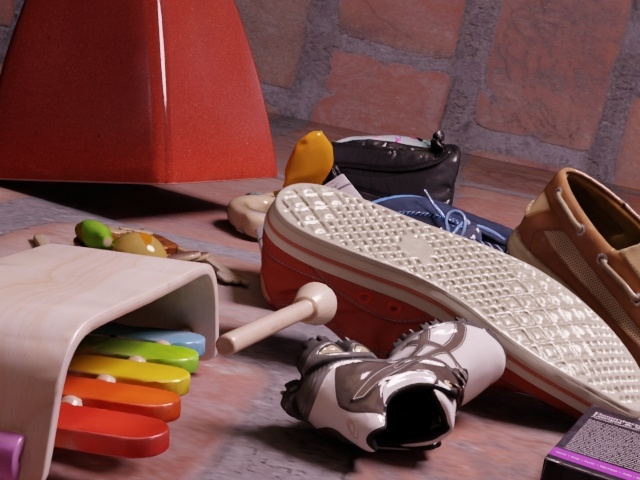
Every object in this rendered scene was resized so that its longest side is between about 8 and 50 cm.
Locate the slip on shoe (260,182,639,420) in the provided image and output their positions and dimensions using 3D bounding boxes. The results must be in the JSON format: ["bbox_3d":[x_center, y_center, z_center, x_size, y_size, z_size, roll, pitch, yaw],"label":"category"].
[{"bbox_3d":[0.101,0.065,1.018,0.331,0.101,0.123,24,33,5],"label":"slip on shoe"}]

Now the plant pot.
[{"bbox_3d":[-0.224,-0.191,1.549,0.267,0.236,0.267,3,5,26],"label":"plant pot"}]

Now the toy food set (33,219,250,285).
[{"bbox_3d":[-0.172,0.003,1.228,0.192,0.038,0.132,7,11,-25],"label":"toy food set"}]

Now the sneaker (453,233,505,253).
[{"bbox_3d":[0.155,0.039,1.297,0.232,0.081,0.090,18,9,1],"label":"sneaker"}]

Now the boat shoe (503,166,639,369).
[{"bbox_3d":[0.295,0.044,1.135,0.122,0.120,0.324,-5,35,-42],"label":"boat shoe"}]

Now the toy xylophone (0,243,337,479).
[{"bbox_3d":[-0.130,0.064,0.774,0.236,0.081,0.322,8,9,20],"label":"toy xylophone"}]

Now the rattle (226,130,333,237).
[{"bbox_3d":[-0.052,-0.075,1.532,0.130,0.143,0.200,-8,18,-3],"label":"rattle"}]

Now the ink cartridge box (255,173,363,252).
[{"bbox_3d":[0.000,0.000,1.216,0.109,0.063,0.150,-32,13,1],"label":"ink cartridge box"}]

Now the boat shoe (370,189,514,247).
[{"bbox_3d":[0.148,0.003,1.397,0.258,0.109,0.089,2,17,-32],"label":"boat shoe"}]

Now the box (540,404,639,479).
[{"bbox_3d":[0.219,0.154,0.855,0.116,0.029,0.162,16,12,21],"label":"box"}]

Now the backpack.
[{"bbox_3d":[0.085,-0.070,1.686,0.182,0.152,0.115,9,-6,7],"label":"backpack"}]

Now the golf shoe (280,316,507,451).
[{"bbox_3d":[0.069,0.107,0.863,0.198,0.077,0.094,-7,30,-41],"label":"golf shoe"}]
